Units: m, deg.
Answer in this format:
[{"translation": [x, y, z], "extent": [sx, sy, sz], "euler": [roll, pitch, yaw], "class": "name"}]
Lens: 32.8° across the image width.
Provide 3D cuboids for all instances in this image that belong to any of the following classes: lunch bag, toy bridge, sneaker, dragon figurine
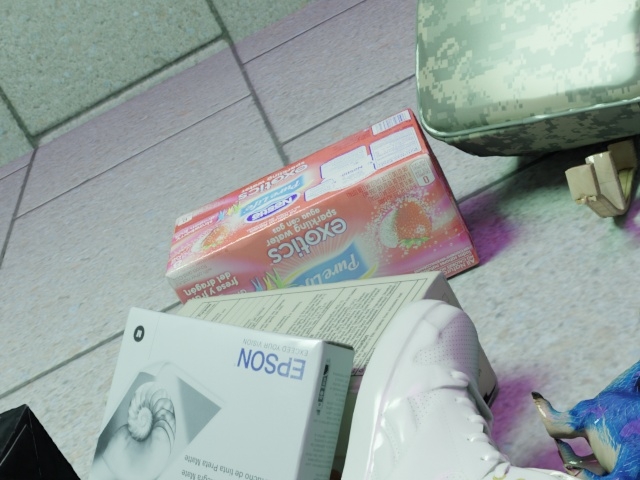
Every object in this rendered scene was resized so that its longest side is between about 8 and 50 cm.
[{"translation": [0.280, -0.197, 1.179], "extent": [0.305, 0.212, 0.256], "euler": [-8, -14, 38], "class": "lunch bag"}, {"translation": [0.279, -0.055, 1.057], "extent": [0.026, 0.063, 0.188], "euler": [-13, 6, 30], "class": "toy bridge"}, {"translation": [0.102, 0.148, 0.671], "extent": [0.169, 0.108, 0.292], "euler": [-11, 39, 31], "class": "sneaker"}, {"translation": [0.230, 0.132, 0.699], "extent": [0.144, 0.085, 0.289], "euler": [-26, 21, 7], "class": "dragon figurine"}]

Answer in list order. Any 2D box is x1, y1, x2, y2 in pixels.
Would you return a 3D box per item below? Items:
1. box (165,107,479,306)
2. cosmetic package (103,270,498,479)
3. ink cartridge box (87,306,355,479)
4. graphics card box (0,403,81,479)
[{"translation": [0.000, 0.000, 1.169], "extent": [0.300, 0.142, 0.154], "euler": [-25, 23, 8], "class": "box"}, {"translation": [-0.020, 0.129, 0.935], "extent": [0.296, 0.129, 0.153], "euler": [-7, 32, 40], "class": "cosmetic package"}, {"translation": [-0.088, 0.172, 0.824], "extent": [0.223, 0.045, 0.224], "euler": [4, 81, 42], "class": "ink cartridge box"}, {"translation": [-0.320, 0.287, 0.807], "extent": [0.371, 0.233, 0.094], "euler": [-22, 23, 16], "class": "graphics card box"}]
